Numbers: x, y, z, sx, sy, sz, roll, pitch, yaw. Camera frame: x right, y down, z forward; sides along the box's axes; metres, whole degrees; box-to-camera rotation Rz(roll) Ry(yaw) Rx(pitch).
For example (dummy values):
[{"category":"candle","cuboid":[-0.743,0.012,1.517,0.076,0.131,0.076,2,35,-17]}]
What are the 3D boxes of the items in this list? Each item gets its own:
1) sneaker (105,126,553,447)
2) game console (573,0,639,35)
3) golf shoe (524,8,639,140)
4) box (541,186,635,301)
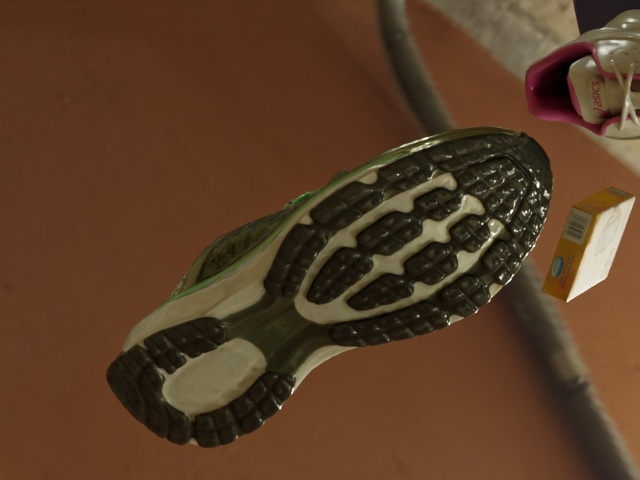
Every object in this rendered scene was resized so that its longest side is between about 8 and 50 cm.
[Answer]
[{"category":"sneaker","cuboid":[0.000,0.000,1.360,0.158,0.410,0.182,46,-152,-28]},{"category":"game console","cuboid":[0.402,-0.216,1.786,0.173,0.293,0.250,-7,-103,-9]},{"category":"golf shoe","cuboid":[0.280,-0.113,1.309,0.140,0.306,0.115,-16,-76,-26]},{"category":"box","cuboid":[0.233,0.001,1.449,0.028,0.081,0.136,23,-163,19]}]
